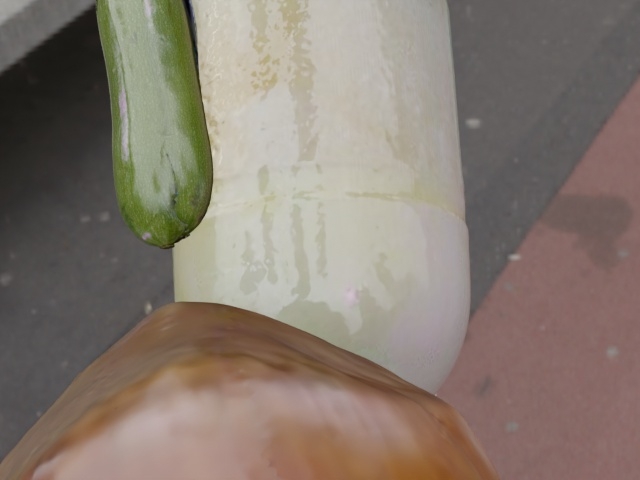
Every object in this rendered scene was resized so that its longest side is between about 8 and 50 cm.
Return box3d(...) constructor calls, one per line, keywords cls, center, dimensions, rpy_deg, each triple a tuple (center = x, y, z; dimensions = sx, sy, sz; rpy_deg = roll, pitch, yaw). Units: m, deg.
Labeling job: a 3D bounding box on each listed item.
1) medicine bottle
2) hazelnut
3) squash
box3d(cls="medicine bottle", center=(0.000, 0.000, 0.989), dimensions=(0.235, 0.236, 0.406), rpy_deg=(-3, 74, 5))
box3d(cls="hazelnut", center=(-0.040, 0.215, 0.647), dimensions=(0.315, 0.372, 0.372), rpy_deg=(-19, 40, -25))
box3d(cls="squash", center=(-0.084, -0.084, 0.626), dimensions=(0.052, 0.052, 0.183), rpy_deg=(-8, 71, -2))
